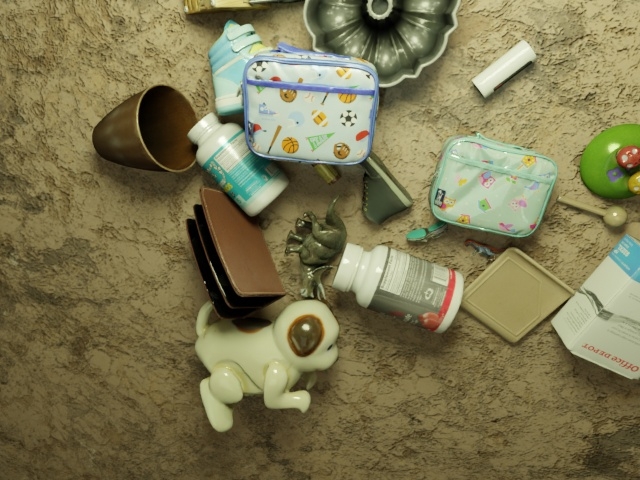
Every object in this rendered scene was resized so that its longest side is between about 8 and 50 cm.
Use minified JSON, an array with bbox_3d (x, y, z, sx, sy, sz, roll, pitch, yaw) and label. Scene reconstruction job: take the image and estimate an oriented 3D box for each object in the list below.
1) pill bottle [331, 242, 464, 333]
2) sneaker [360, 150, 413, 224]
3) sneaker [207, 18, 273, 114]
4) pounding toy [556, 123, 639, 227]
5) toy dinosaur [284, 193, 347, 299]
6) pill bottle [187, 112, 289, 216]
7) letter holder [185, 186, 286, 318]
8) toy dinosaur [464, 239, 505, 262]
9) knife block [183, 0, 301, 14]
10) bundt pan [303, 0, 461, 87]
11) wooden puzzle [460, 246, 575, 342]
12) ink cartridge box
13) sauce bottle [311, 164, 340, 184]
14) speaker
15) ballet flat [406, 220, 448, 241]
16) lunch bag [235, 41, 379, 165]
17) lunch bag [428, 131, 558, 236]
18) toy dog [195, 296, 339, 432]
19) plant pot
[{"bbox_3d":[0.200,0.116,1.268,0.319,0.176,0.176,19,115,2],"label":"pill bottle"},{"bbox_3d":[0.126,-0.141,1.221,0.118,0.083,0.222,-37,103,23],"label":"sneaker"},{"bbox_3d":[-0.120,-0.433,1.120,0.320,0.127,0.208,-14,99,3],"label":"sneaker"},{"bbox_3d":[0.700,-0.146,1.099,0.183,0.110,0.236,23,115,0],"label":"pounding toy"},{"bbox_3d":[0.000,0.000,1.306,0.161,0.121,0.313,24,111,-14],"label":"toy dinosaur"},{"bbox_3d":[-0.217,-0.200,1.223,0.146,0.146,0.264,-39,101,23],"label":"pill bottle"},{"bbox_3d":[-0.252,0.037,1.224,0.152,0.214,0.301,-31,71,21],"label":"letter holder"},{"bbox_3d":[0.431,0.021,1.272,0.090,0.047,0.082,-39,92,-12],"label":"toy dinosaur"},{"bbox_3d":[-0.165,-0.581,1.094,0.276,0.242,0.088,25,126,50],"label":"knife block"},{"bbox_3d":[0.134,-0.509,1.036,0.332,0.124,0.330,4,113,9],"label":"bundt pan"},{"bbox_3d":[0.526,0.151,1.302,0.221,0.044,0.238,36,119,-7],"label":"wooden puzzle"},{"bbox_3d":[0.789,0.174,1.203,0.223,0.129,0.307,24,115,-8],"label":"ink cartridge box"},{"bbox_3d":[-0.001,-0.203,1.240,0.042,0.042,0.128,-36,101,22],"label":"sauce bottle"},{"bbox_3d":[0.414,-0.387,1.075,0.136,0.055,0.055,-36,103,22],"label":"speaker"},{"bbox_3d":[0.289,-0.016,1.271,0.115,0.041,0.041,-22,108,19],"label":"ballet flat"},{"bbox_3d":[-0.028,-0.294,1.032,0.304,0.114,0.242,6,123,1],"label":"lunch bag"},{"bbox_3d":[0.410,-0.139,1.156,0.280,0.107,0.223,14,115,4],"label":"lunch bag"},{"bbox_3d":[-0.132,0.310,1.392,0.408,0.285,0.394,-22,88,17],"label":"toy dog"},{"bbox_3d":[-0.467,-0.270,1.222,0.231,0.215,0.215,-4,113,27],"label":"plant pot"}]
